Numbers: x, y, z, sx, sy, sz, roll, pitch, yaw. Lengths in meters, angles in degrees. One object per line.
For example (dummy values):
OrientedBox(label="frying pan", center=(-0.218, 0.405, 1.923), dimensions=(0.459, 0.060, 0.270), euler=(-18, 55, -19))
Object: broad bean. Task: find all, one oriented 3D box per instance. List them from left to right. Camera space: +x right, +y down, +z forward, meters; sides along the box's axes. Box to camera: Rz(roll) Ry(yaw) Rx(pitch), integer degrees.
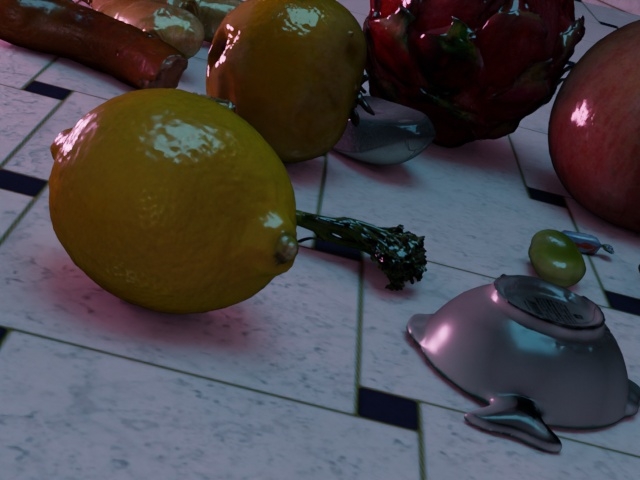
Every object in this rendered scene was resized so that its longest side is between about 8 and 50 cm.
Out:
OrientedBox(label="broad bean", center=(0.262, 0.022, 1.393), dimensions=(0.063, 0.045, 0.083), euler=(8, 30, -17))

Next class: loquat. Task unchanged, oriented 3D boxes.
OrientedBox(label="loquat", center=(-0.037, -0.197, 1.509), dimensions=(0.213, 0.213, 0.213), euler=(14, 21, -5))

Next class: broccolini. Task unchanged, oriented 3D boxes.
OrientedBox(label="broccolini", center=(-0.008, -0.002, 1.232), dimensions=(0.272, 0.062, 0.123), euler=(12, 5, -24))

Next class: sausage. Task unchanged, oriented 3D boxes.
OrientedBox(label="sausage", center=(-0.306, -0.265, 1.675), dimensions=(0.302, 0.076, 0.103), euler=(23, 21, 18))

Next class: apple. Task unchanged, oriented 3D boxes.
OrientedBox(label="apple", center=(0.474, -0.157, 1.682), dimensions=(0.345, 0.269, 0.345), euler=(15, 21, -6))

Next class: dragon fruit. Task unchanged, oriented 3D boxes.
OrientedBox(label="dragon fruit", center=(0.207, -0.289, 1.779), dimensions=(0.329, 0.329, 0.329), euler=(14, 21, -5))

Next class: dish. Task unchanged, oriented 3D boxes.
OrientedBox(label="dish", center=(0.190, 0.090, 1.113), dimensions=(0.224, 0.078, 0.246), euler=(19, 21, 5))

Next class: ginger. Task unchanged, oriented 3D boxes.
OrientedBox(label="ginger", center=(-0.284, -0.358, 1.897), dimensions=(0.348, 0.122, 0.363), euler=(21, 28, 12))

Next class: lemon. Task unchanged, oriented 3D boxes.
OrientedBox(label="lemon", center=(-0.124, -0.031, 1.055), dimensions=(0.244, 0.186, 0.187), euler=(23, 22, 15))

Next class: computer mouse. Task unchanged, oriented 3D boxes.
OrientedBox(label="computer mouse", center=(0.062, -0.139, 1.633), dimensions=(0.113, 0.068, 0.229), euler=(-13, 22, -29))

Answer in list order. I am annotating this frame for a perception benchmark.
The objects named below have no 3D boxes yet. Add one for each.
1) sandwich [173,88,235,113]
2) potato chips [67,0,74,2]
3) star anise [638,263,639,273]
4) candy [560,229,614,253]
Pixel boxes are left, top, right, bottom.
OrientedBox(label="sandwich", center=(-0.148, -0.088, 1.418), dimensions=(0.079, 0.113, 0.163), euler=(11, -14, -9))
OrientedBox(label="potato chips", center=(-0.438, -0.372, 1.875), dimensions=(0.167, 0.059, 0.228), euler=(24, 7, -7))
OrientedBox(label="star anise", center=(0.479, 0.058, 1.398), dimensions=(0.263, 0.081, 0.230), euler=(5, 20, 2))
OrientedBox(label="candy", center=(0.313, 0.003, 1.505), dimensions=(0.083, 0.020, 0.030), euler=(13, 19, -6))
